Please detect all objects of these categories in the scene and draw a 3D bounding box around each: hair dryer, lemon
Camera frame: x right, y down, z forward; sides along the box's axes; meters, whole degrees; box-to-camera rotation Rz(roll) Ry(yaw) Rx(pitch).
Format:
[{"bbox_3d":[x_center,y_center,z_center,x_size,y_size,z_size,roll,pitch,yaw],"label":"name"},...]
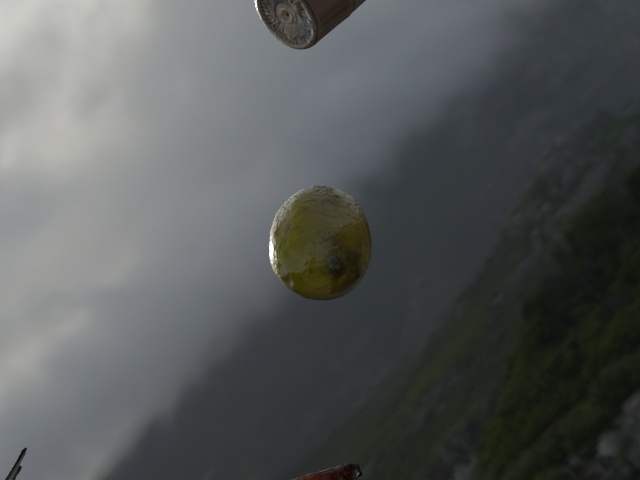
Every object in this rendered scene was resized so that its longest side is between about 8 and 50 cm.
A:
[{"bbox_3d":[0.065,-0.373,1.841,0.189,0.106,0.344,-44,6,-31],"label":"hair dryer"},{"bbox_3d":[0.000,0.000,1.184,0.082,0.082,0.110,-49,23,28],"label":"lemon"}]

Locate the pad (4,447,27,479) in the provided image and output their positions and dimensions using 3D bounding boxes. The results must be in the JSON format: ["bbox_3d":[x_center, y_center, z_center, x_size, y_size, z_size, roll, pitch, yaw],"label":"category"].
[{"bbox_3d":[-0.319,0.324,1.128,0.367,0.007,0.247,-61,4,-15],"label":"pad"}]

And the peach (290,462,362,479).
[{"bbox_3d":[-0.044,0.381,1.830,0.279,0.068,0.189,-44,-45,13],"label":"peach"}]
